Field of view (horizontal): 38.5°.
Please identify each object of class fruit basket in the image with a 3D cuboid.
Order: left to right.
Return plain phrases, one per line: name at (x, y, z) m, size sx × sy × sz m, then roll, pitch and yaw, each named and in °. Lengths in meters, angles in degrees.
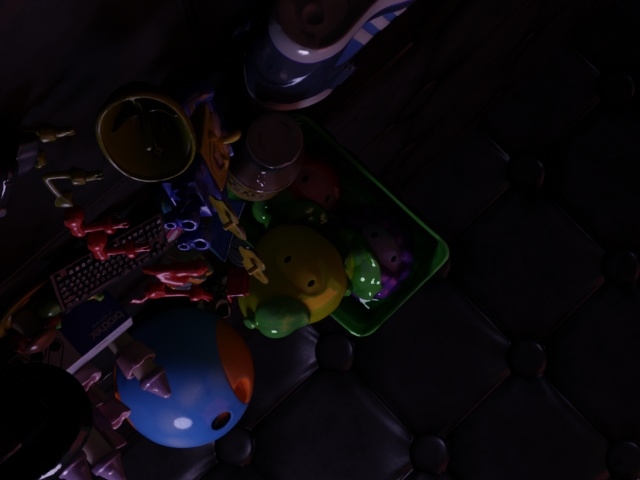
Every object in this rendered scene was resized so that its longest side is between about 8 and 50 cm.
fruit basket at (0.000, 0.000, 1.550) m, size 0.283 × 0.392 × 0.392 m, roll -47°, pitch 171°, yaw 22°

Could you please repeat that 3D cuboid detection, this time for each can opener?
can opener at (-0.324, -0.035, 0.891) m, size 0.073 × 0.059 × 0.186 m, roll -7°, pitch 150°, yaw -39°

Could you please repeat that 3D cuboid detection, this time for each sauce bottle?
sauce bottle at (-0.080, -0.117, 1.254) m, size 0.111 × 0.111 × 0.344 m, roll -43°, pitch -177°, yaw -6°

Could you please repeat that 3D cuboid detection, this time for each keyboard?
keyboard at (-0.291, 0.017, 1.259) m, size 0.180 × 0.023 × 0.108 m, roll -34°, pitch 131°, yaw -30°

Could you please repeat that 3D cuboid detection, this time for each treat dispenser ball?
treat dispenser ball at (-0.280, 0.281, 1.892) m, size 0.288 × 0.288 × 0.288 m, roll -42°, pitch 172°, yaw -8°

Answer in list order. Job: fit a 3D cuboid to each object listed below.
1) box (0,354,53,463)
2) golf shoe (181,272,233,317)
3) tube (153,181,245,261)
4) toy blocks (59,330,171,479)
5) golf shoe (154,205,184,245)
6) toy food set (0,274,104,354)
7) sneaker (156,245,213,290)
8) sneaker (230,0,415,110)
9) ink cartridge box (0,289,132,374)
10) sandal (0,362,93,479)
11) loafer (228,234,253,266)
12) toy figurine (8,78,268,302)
box at (-0.469, 0.236, 0.954) m, size 0.312 × 0.179 × 0.343 m, roll -41°, pitch -177°, yaw -13°
golf shoe at (-0.234, 0.137, 2.075) m, size 0.077 × 0.094 × 0.198 m, roll -49°, pitch 172°, yaw 26°
tube at (-0.162, -0.038, 1.243) m, size 0.052 × 0.207 × 0.080 m, roll 10°, pitch 100°, yaw -36°
toy blocks at (-0.413, 0.316, 1.534) m, size 0.309 × 0.260 × 0.288 m, roll -45°, pitch 172°, yaw 10°
golf shoe at (-0.220, -0.047, 1.371) m, size 0.186 × 0.067 × 0.086 m, roll -32°, pitch 136°, yaw -40°
toy food set at (-0.383, 0.109, 1.295) m, size 0.218 × 0.071 × 0.128 m, roll -40°, pitch 171°, yaw -19°
sneaker at (-0.255, 0.063, 1.652) m, size 0.083 × 0.084 × 0.215 m, roll -39°, pitch 173°, yaw 5°
sneaker at (0.030, -0.290, 1.146) m, size 0.323 × 0.130 × 0.236 m, roll -45°, pitch -179°, yaw -21°
ink cartridge box at (-0.393, 0.151, 1.371) m, size 0.207 × 0.097 × 0.046 m, roll -41°, pitch 170°, yaw -20°
sandal at (-0.445, 0.299, 1.281) m, size 0.445 × 0.168 × 0.107 m, roll -33°, pitch 151°, yaw 30°
loafer at (-0.081, -0.050, 1.884) m, size 0.267 × 0.096 × 0.084 m, roll -46°, pitch 177°, yaw 5°
toy figurine at (-0.182, -0.106, 1.053) m, size 0.191 × 0.217 × 0.362 m, roll -8°, pitch 144°, yaw 13°
